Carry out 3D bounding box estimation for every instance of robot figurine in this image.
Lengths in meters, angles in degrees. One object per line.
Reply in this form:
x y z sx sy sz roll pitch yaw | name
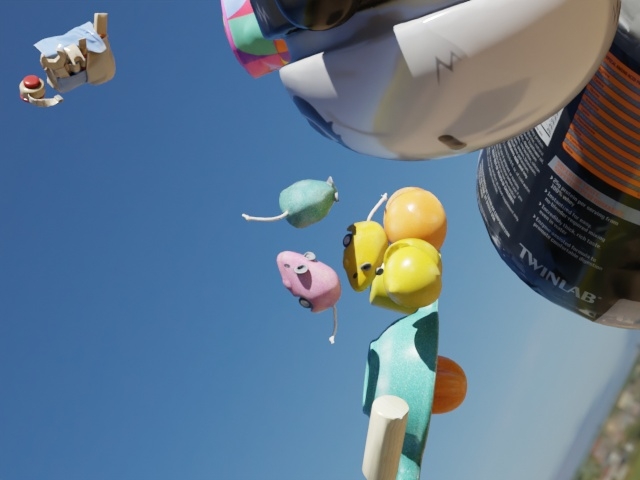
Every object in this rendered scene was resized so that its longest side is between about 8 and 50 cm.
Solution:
0.031 -0.174 0.740 0.209 0.278 0.173 -22 7 -20 | robot figurine

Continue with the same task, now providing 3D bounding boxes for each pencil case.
0.028 -0.222 1.417 0.104 0.236 0.104 -19 -90 -84 | pencil case

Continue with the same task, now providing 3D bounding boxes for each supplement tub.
0.224 -0.109 0.971 0.207 0.207 0.338 -57 -10 -32 | supplement tub

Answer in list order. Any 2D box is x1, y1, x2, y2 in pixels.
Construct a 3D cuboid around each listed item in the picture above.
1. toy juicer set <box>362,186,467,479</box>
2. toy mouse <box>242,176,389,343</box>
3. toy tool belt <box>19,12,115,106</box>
0.086 0.103 1.362 0.209 0.089 0.329 98 179 -54 | toy juicer set
0.000 0.000 1.342 0.031 0.143 0.161 -22 50 48 | toy mouse
-0.200 -0.145 1.247 0.083 0.052 0.051 -28 -40 -26 | toy tool belt
